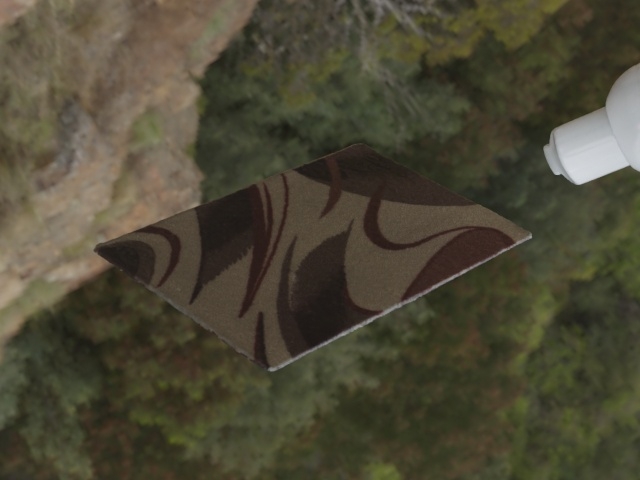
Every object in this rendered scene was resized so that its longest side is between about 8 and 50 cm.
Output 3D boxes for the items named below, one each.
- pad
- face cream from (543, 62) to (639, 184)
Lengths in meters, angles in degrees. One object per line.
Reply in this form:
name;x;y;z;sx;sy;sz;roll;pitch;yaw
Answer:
pad;0.000;0.000;1.151;0.330;0.220;0.004;-25;133;-41
face cream;0.405;-0.146;1.451;0.369;0.145;0.145;-24;153;23
